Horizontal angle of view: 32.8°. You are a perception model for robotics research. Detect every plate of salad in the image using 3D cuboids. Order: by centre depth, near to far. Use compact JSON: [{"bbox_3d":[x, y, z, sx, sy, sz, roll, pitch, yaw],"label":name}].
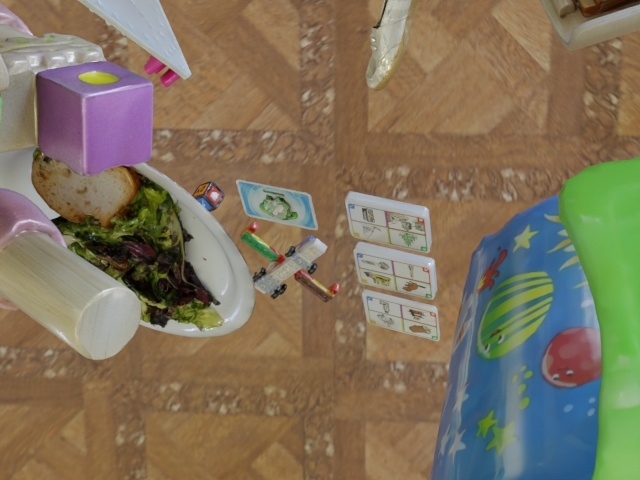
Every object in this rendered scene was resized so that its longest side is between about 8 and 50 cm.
[{"bbox_3d":[-0.136,0.007,0.705,0.200,0.048,0.200,19,145,13],"label":"plate of salad"}]

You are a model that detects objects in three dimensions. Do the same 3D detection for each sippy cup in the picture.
[{"bbox_3d":[0.154,0.099,0.519,0.240,0.224,0.305,18,138,-15],"label":"sippy cup"}]

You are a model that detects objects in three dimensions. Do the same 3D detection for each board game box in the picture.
[{"bbox_3d":[-0.392,-0.463,1.737,0.050,0.390,0.390,-35,59,14],"label":"board game box"}]

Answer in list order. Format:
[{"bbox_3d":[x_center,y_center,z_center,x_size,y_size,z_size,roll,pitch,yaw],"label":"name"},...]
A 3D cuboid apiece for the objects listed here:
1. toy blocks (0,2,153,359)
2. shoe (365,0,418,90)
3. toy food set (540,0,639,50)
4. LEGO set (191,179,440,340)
[{"bbox_3d":[-0.253,-0.096,0.517,0.260,0.288,0.309,28,119,38],"label":"toy blocks"},{"bbox_3d":[0.103,-0.325,1.576,0.058,0.076,0.219,17,106,-13],"label":"shoe"},{"bbox_3d":[0.273,-0.313,0.944,0.220,0.306,0.092,-18,147,4],"label":"toy food set"},{"bbox_3d":[0.000,0.000,1.043,0.244,0.060,0.182,12,142,21],"label":"LEGO set"}]
